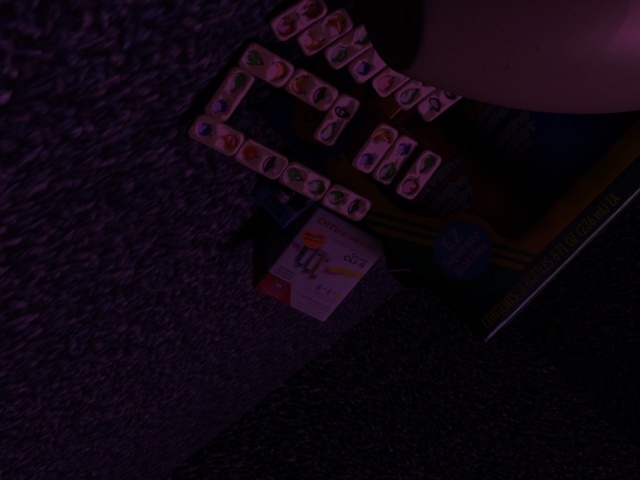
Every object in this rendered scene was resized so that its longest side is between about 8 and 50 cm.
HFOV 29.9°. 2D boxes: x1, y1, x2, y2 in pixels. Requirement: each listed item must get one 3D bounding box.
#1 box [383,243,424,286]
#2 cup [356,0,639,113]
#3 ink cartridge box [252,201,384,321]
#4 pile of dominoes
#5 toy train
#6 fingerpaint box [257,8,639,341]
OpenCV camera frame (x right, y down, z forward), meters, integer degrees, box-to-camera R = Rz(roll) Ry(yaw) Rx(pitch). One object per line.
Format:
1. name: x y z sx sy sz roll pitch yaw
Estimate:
1. box: 0.171 -0.096 1.619 0.183 0.294 0.296 -5 172 7
2. cup: 0.166 -0.259 1.111 0.237 0.331 0.331 -15 161 -16
3. ink cartridge box: 0.000 0.000 1.756 0.176 0.128 0.127 -51 -157 29
4. pile of dominoes: 0.019 -0.128 1.225 0.251 0.040 0.196 25 109 -32
5. toy train: -0.004 -0.099 1.626 0.184 0.080 0.105 -41 179 -31
6. fingerpaint box: 0.217 -0.165 1.382 0.445 0.371 0.163 -44 170 3
